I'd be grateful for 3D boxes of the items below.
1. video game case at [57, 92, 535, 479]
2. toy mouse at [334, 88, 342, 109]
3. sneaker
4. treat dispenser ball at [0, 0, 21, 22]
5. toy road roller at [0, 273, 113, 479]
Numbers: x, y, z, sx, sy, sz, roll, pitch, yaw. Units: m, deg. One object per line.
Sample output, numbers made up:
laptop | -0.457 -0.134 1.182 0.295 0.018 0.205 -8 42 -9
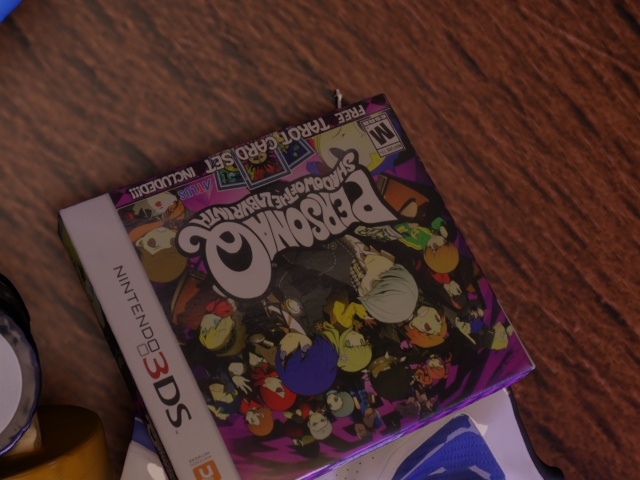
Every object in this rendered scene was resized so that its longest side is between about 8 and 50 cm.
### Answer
video game case | -0.016 0.036 0.697 0.232 0.042 0.210 -21 74 -18
toy mouse | 0.000 0.000 0.774 0.143 0.031 0.161 -34 102 -11
sneaker | 0.031 0.146 0.757 0.315 0.127 0.182 20 72 -8
treat dispenser ball | -0.256 -0.222 0.553 0.288 0.288 0.288 -1 94 -16
toy road roller | -0.280 0.155 0.615 0.329 0.202 0.240 -13 97 -16
